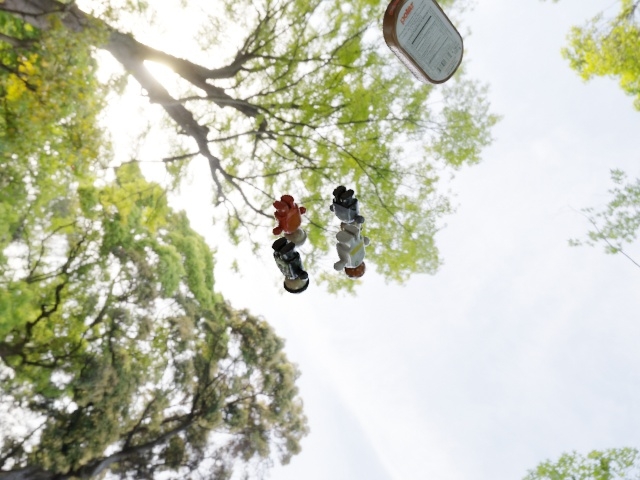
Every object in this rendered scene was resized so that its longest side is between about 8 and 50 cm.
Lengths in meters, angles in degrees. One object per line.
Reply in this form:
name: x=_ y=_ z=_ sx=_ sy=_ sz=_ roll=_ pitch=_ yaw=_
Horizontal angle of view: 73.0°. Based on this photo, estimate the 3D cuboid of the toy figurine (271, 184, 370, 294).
toy figurine: x=0.000 y=0.000 z=0.941 sx=0.210 sy=0.148 sz=0.212 roll=-11 pitch=-135 yaw=4

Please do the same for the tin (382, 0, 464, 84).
tin: x=0.190 y=-0.363 z=0.782 sx=0.106 sy=0.190 sz=0.040 roll=-58 pitch=-142 yaw=6
